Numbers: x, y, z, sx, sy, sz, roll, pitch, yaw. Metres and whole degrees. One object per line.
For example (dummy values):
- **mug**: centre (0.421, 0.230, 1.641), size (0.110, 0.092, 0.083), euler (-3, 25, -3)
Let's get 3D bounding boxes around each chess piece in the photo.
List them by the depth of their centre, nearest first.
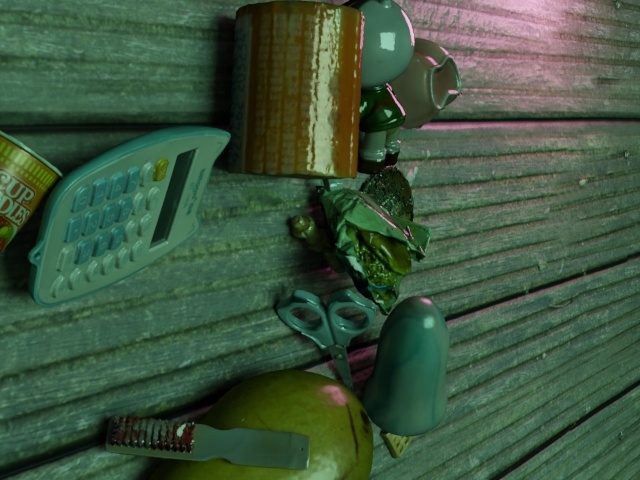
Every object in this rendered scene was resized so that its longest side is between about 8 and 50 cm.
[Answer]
- **chess piece**: centre (-0.001, 0.001, 1.749), size (0.172, 0.060, 0.060), euler (42, 62, -42)

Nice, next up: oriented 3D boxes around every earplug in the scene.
- **earplug**: centre (0.180, 0.234, 1.803), size (0.185, 0.185, 0.324), euler (-50, 154, -36)

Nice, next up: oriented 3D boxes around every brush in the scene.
- **brush**: centre (-0.173, 0.315, 1.398), size (0.050, 0.320, 0.060), euler (110, -15, -57)

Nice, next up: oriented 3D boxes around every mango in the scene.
- **mango**: centre (-0.105, 0.391, 1.512), size (0.444, 0.220, 0.302), euler (-17, 76, -34)

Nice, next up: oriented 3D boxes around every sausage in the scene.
- **sausage**: centre (-0.043, -0.248, 1.536), size (0.233, 0.233, 0.287), euler (2, 90, -51)

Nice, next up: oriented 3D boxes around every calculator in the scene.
- **calculator**: centre (-0.281, -0.042, 1.290), size (0.386, 0.054, 0.256), euler (-36, 154, -56)

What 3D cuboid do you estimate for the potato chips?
- **potato chips**: centre (0.152, -0.052, 1.954), size (0.202, 0.029, 0.220), euler (-31, 115, -49)

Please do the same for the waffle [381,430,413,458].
- **waffle**: centre (0.197, 0.422, 2.059), size (0.153, 0.023, 0.098), euler (-49, 130, -34)

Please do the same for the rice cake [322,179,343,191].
- **rice cake**: centre (0.007, -0.182, 1.710), size (0.042, 0.030, 0.180), euler (-15, 85, -24)

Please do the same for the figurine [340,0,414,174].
- **figurine**: centre (0.103, -0.319, 1.763), size (0.281, 0.167, 0.370), euler (-29, 124, -42)

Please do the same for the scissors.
- **scissors**: centre (0.032, 0.214, 1.761), size (0.360, 0.191, 0.029), euler (75, 18, -45)

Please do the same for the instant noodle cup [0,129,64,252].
- **instant noodle cup**: centre (-0.443, -0.044, 1.121), size (0.168, 0.168, 0.185), euler (43, 71, -44)

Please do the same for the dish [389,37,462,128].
- **dish**: centre (0.248, -0.350, 1.992), size (0.213, 0.090, 0.214), euler (-6, 97, -51)

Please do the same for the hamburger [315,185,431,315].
- **hamburger**: centre (0.118, -0.001, 1.732), size (0.260, 0.150, 0.276), euler (39, 27, -37)
